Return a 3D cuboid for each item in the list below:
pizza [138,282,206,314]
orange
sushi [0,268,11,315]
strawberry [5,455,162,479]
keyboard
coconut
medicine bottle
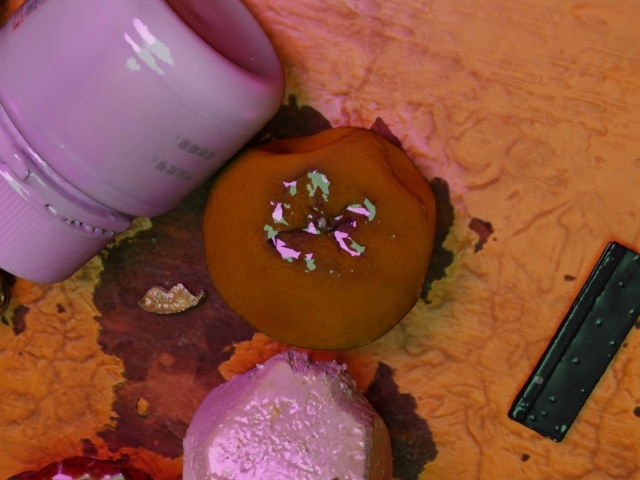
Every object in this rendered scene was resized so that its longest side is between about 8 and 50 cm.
[{"bbox_3d":[-0.167,0.065,1.588,0.083,0.016,0.037,-8,102,13],"label":"pizza"},{"bbox_3d":[0.000,0.000,1.450,0.249,0.183,0.249,0,89,5],"label":"orange"},{"bbox_3d":[-0.464,-0.019,1.537,0.296,0.167,0.179,54,144,0],"label":"sushi"},{"bbox_3d":[-0.225,0.366,1.603,0.336,0.149,0.265,8,98,-5],"label":"strawberry"},{"bbox_3d":[0.287,0.111,1.532,0.072,0.023,0.231,27,105,-6],"label":"keyboard"},{"bbox_3d":[-0.026,0.241,1.496,0.233,0.245,0.233,-1,71,3],"label":"coconut"},{"bbox_3d":[-0.224,-0.133,1.431,0.325,0.256,0.256,-41,94,21],"label":"medicine bottle"}]
